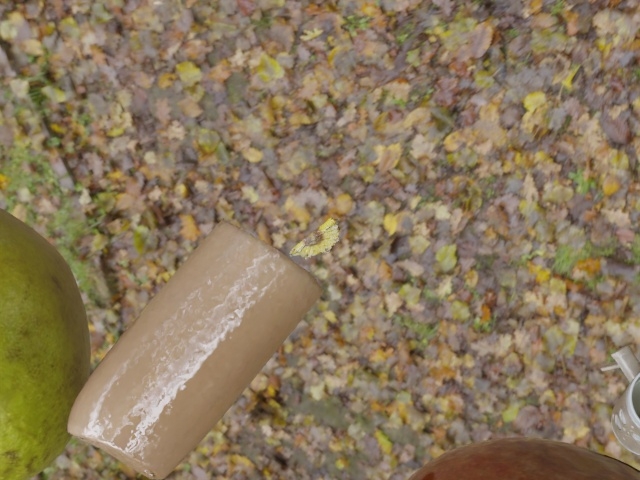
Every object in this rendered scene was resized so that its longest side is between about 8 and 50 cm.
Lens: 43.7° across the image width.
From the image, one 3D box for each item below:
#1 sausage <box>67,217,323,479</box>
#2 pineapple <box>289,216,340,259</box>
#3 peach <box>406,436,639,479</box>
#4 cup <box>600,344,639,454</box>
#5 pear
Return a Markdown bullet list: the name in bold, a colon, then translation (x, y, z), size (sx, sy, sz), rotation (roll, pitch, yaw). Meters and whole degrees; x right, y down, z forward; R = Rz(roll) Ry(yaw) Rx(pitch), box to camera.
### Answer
- **sausage**: translation (-0.121, 0.107, 0.743), size (0.123, 0.123, 0.252), rotation (38, 80, 6)
- **pineapple**: translation (0.000, 0.000, 1.093), size (0.083, 0.045, 0.019), rotation (-40, 52, 21)
- **peach**: translation (0.127, 0.235, 0.442), size (0.253, 0.252, 0.252), rotation (10, 115, 21)
- **cup**: translation (0.324, 0.167, 0.806), size (0.102, 0.074, 0.099), rotation (31, 160, 20)
- **pear**: translation (-0.475, 0.118, 1.036), size (0.352, 0.352, 0.413), rotation (-19, 104, 30)
